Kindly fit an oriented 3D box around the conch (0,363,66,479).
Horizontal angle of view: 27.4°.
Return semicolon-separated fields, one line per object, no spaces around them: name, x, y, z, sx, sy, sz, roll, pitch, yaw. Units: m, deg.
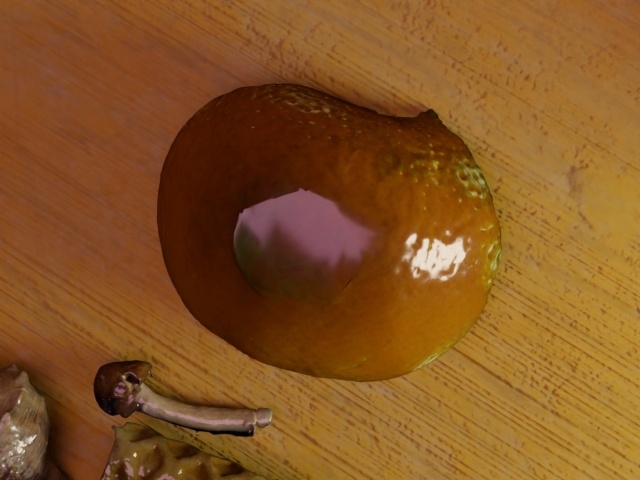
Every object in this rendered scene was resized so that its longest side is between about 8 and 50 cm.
conch;-0.354;0.242;1.394;0.178;0.163;0.245;-3;122;48

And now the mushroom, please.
mushroom;-0.142;0.166;1.353;0.187;0.061;0.060;15;118;0

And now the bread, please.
bread;-0.099;0.272;1.337;0.270;0.087;0.098;20;90;9

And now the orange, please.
orange;-0.004;0.004;1.227;0.335;0.196;0.262;22;119;2
